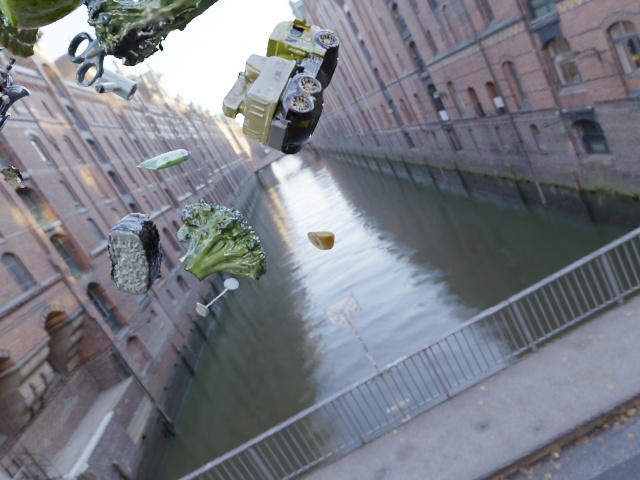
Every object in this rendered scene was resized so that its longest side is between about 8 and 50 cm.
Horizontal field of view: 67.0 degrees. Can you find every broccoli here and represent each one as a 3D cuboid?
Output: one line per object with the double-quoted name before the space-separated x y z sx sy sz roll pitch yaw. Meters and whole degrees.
"broccoli" -0.295 -0.457 0.938 0.304 0.145 0.165 -26 28 -6
"broccoli" -0.314 0.029 1.461 0.288 0.248 0.245 32 61 28

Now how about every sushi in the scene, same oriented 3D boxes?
"sushi" -0.515 0.036 1.364 0.124 0.225 0.127 8 29 5

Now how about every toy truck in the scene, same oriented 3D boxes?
"toy truck" -0.099 -0.439 1.350 0.180 0.254 0.405 120 171 -58

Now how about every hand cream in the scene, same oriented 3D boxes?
"hand cream" -0.519 -0.269 1.624 0.095 0.046 0.175 13 28 31

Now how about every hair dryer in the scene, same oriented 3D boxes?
"hair dryer" -0.743 -0.538 1.688 0.073 0.131 0.236 -59 14 20

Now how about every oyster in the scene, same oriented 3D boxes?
"oyster" -0.729 -0.154 1.144 0.083 0.054 0.019 129 155 -60

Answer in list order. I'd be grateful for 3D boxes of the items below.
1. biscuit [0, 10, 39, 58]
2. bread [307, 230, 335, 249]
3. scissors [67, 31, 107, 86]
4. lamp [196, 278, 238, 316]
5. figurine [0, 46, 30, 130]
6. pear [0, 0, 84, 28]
"biscuit" -0.952 -0.718 1.493 0.036 0.273 0.187 19 10 25
"bread" -0.001 0.001 1.556 0.049 0.062 0.103 11 9 43
"scissors" -0.501 -0.480 1.152 0.289 0.138 0.041 -23 -11 24
"lamp" -0.344 0.181 1.640 0.198 0.050 0.056 -48 -17 -48
"figurine" -0.946 -0.395 1.344 0.197 0.175 0.265 -32 29 62
"pear" -0.577 -0.619 1.050 0.318 0.238 0.342 -33 32 -22
